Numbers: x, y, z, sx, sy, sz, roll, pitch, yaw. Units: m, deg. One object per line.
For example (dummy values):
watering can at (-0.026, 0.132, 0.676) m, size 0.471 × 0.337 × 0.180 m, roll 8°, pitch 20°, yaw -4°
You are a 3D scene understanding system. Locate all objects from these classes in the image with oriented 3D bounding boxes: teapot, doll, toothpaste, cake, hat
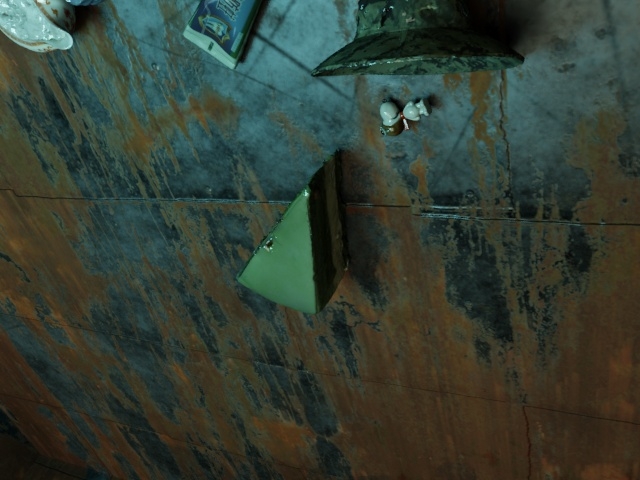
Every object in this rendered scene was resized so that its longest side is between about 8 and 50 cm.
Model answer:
teapot at (-0.493, -0.396, 1.062) m, size 0.246 × 0.116 × 0.159 m, roll 18°, pitch 149°, yaw 10°
doll at (0.127, -0.187, 0.968) m, size 0.085 × 0.040 × 0.058 m, roll 4°, pitch 121°, yaw 27°
toothpaste at (-0.095, -0.391, 0.879) m, size 0.099 × 0.061 × 0.392 m, roll 34°, pitch 139°, yaw -7°
cake at (0.001, -0.004, 1.130) m, size 0.172 × 0.158 × 0.283 m, roll 34°, pitch 134°, yaw -5°
hat at (0.114, -0.273, 0.802) m, size 0.266 × 0.265 × 0.128 m, roll 0°, pitch 99°, yaw 29°

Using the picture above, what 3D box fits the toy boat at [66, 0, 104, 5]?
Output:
toy boat at (-0.373, -0.481, 0.938) m, size 0.127 × 0.078 × 0.282 m, roll 11°, pitch 133°, yaw 16°
